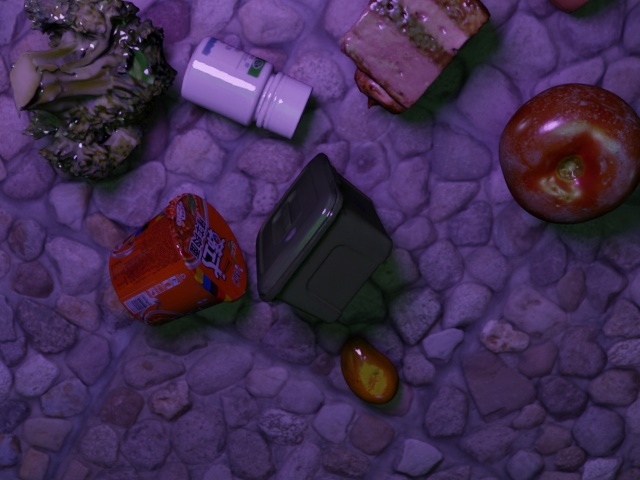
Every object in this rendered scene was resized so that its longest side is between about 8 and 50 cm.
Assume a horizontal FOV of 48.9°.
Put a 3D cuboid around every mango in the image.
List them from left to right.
[{"bbox_3d":[0.105,0.299,1.590,0.165,0.089,0.115,41,103,-7],"label":"mango"}]

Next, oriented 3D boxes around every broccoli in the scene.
[{"bbox_3d":[-0.446,-0.312,1.340,0.338,0.317,0.277,-43,79,-6],"label":"broccoli"}]

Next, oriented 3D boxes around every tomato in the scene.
[{"bbox_3d":[0.484,-0.172,1.363,0.270,0.222,0.270,10,121,16],"label":"tomato"}]

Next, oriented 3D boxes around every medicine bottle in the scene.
[{"bbox_3d":[-0.142,-0.298,1.394,0.237,0.139,0.139,21,107,-4],"label":"medicine bottle"}]

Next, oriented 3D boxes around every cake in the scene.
[{"bbox_3d":[0.155,-0.385,1.328,0.198,0.196,0.293,37,115,-11],"label":"cake"}]

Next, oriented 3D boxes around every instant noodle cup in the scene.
[{"bbox_3d":[-0.301,0.052,1.462,0.192,0.250,0.250,-27,104,18],"label":"instant noodle cup"}]

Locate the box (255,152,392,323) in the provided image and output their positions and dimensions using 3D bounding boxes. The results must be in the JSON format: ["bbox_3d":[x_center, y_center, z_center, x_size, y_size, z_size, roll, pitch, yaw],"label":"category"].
[{"bbox_3d":[0.000,0.000,1.389,0.178,0.329,0.253,35,106,-17],"label":"box"}]

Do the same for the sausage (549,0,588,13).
[{"bbox_3d":[0.400,-0.556,1.299,0.304,0.121,0.121,41,104,-9],"label":"sausage"}]
